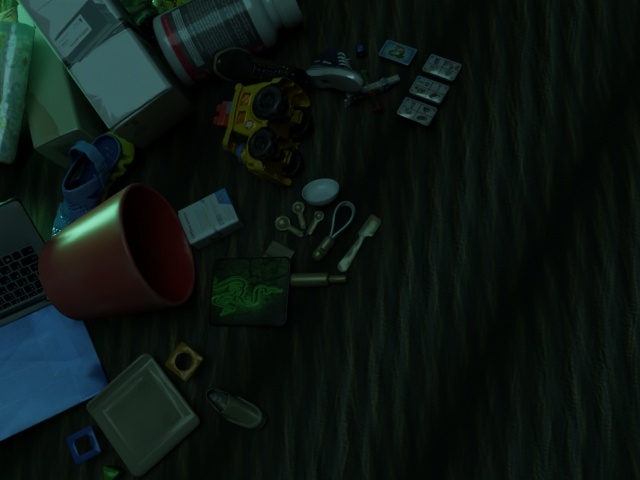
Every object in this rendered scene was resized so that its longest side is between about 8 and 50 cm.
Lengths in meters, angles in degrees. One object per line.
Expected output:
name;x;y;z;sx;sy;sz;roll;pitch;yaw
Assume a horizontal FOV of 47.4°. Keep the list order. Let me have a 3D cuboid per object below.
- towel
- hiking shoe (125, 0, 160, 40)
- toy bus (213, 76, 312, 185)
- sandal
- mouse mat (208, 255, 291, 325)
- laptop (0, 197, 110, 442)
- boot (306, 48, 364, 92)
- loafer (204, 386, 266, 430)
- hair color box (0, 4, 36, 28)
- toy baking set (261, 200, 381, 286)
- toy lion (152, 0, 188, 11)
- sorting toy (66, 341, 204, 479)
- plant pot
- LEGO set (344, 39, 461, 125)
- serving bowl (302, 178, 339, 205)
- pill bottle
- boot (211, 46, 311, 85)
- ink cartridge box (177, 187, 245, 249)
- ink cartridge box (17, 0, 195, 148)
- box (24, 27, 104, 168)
towel;-0.815;-0.353;1.739;0.375;0.090;0.320;10;95;38
hiking shoe;-0.501;-0.518;1.817;0.227;0.086;0.114;-28;55;0
toy bus;-0.147;-0.242;1.627;0.212;0.149;0.220;5;78;27
sandal;-0.545;-0.110;1.660;0.126;0.138;0.317;23;96;16
mouse mat;-0.154;0.110;1.579;0.190;0.007;0.152;-3;74;23
laptop;-0.717;0.193;1.536;0.382;0.407;0.236;-25;38;-12
boot;0.042;-0.385;1.620;0.190;0.069;0.086;21;76;49
loafer;-0.182;0.349;1.512;0.148;0.050;0.056;21;81;17
hair color box;-0.763;-0.522;1.881;0.093;0.053;0.167;-23;70;7
toy baking set;-0.002;0.007;1.576;0.256;0.030;0.196;2;75;13
toy lion;-0.344;-0.576;1.781;0.096;0.034;0.100;-34;102;26
sorting toy;-0.373;0.368;1.555;0.348;0.047;0.196;-42;75;-1
plant pot;-0.441;0.045;1.560;0.243;0.275;0.274;-20;71;17
LEGO set;0.168;-0.356;1.642;0.244;0.060;0.182;24;69;16
serving bowl;0.002;-0.101;1.595;0.083;0.027;0.083;-9;39;7
pill bottle;-0.207;-0.499;1.684;0.319;0.176;0.176;-24;71;6
boot;-0.128;-0.379;1.607;0.137;0.198;0.076;19;109;38
ink cartridge box;-0.245;-0.048;1.634;0.123;0.052;0.088;-26;71;4
ink cartridge box;-0.471;-0.422;1.611;0.166;0.285;0.394;-35;90;1
box;-0.628;-0.348;1.755;0.121;0.148;0.311;-22;70;7
